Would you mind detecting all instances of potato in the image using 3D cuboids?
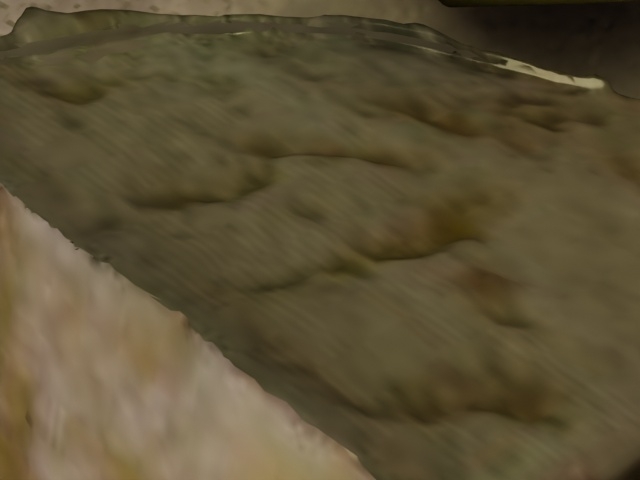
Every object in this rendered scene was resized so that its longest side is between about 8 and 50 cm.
[{"bbox_3d":[0.006,0.088,0.460,0.211,0.189,0.264,30,121,32],"label":"potato"}]

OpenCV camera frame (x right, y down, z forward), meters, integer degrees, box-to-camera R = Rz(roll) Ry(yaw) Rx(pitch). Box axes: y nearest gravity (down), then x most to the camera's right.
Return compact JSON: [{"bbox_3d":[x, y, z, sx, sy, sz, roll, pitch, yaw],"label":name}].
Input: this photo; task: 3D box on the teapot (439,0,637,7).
[{"bbox_3d":[0.092,-0.132,0.519,0.166,0.130,0.119,-5,100,-23],"label":"teapot"}]
